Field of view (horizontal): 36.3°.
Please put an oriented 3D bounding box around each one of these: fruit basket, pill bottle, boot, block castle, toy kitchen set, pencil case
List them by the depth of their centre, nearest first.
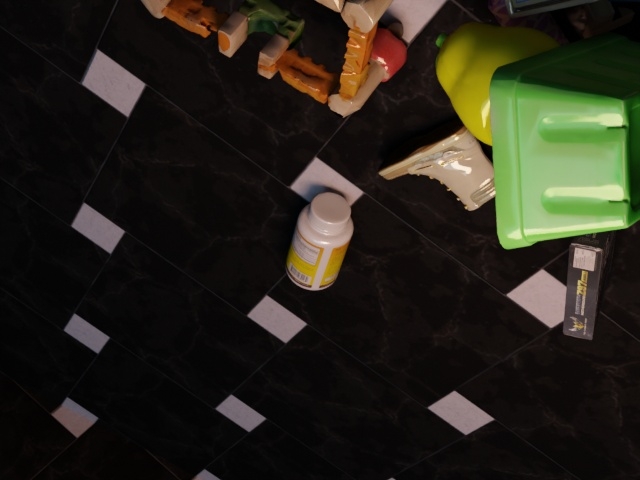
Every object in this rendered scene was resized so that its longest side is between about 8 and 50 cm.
[{"bbox_3d":[0.322,-0.170,1.383,0.392,0.392,0.283,3,110,29],"label":"fruit basket"},{"bbox_3d":[0.426,-0.357,1.476,0.068,0.075,0.083,-22,165,2],"label":"toy kitchen set"},{"bbox_3d":[0.346,-0.315,1.522,0.088,0.086,0.206,-36,115,11],"label":"pencil case"},{"bbox_3d":[-0.063,-0.433,1.552,0.453,0.213,0.303,30,153,10],"label":"block castle"},{"bbox_3d":[0.225,-0.121,1.802,0.213,0.077,0.165,-23,120,40],"label":"boot"},{"bbox_3d":[0.000,0.000,2.029,0.117,0.117,0.215,25,140,6],"label":"pill bottle"}]

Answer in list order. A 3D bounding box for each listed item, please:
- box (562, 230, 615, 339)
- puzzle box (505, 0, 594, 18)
[{"bbox_3d":[0.480,0.032,1.723,0.059,0.183,0.233,13,138,21],"label":"box"},{"bbox_3d":[0.402,-0.460,1.269,0.409,0.052,0.272,-5,110,40],"label":"puzzle box"}]
